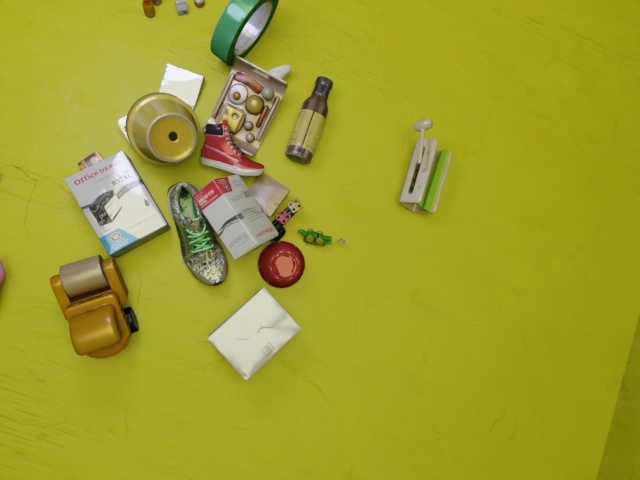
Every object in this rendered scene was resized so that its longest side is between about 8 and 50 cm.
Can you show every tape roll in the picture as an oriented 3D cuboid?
[{"bbox_3d":[-0.274,-0.794,1.838,0.077,0.321,0.321,37,79,-5],"label":"tape roll"}]

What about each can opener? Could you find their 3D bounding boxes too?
[{"bbox_3d":[-0.145,-0.079,1.925,0.059,0.073,0.186,30,78,37],"label":"can opener"}]

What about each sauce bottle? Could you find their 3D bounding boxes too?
[{"bbox_3d":[-0.033,-0.469,1.957,0.112,0.111,0.344,22,81,-8],"label":"sauce bottle"}]

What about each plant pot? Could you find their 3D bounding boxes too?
[{"bbox_3d":[-0.529,-0.373,1.742,0.254,0.239,0.253,-10,113,-24],"label":"plant pot"}]

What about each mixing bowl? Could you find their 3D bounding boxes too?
[{"bbox_3d":[-0.137,0.091,1.873,0.182,0.098,0.181,0,90,-13],"label":"mixing bowl"}]

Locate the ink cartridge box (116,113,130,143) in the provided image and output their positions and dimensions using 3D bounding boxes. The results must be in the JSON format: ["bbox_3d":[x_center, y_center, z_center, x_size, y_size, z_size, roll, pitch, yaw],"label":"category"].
[{"bbox_3d":[-0.641,-0.432,1.857,0.180,0.060,0.104,-30,99,-12],"label":"ink cartridge box"}]

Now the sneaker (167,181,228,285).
[{"bbox_3d":[-0.448,-0.028,1.793,0.158,0.182,0.410,-23,88,-12],"label":"sneaker"}]

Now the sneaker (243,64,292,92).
[{"bbox_3d":[-0.196,-0.605,1.964,0.212,0.080,0.094,-28,94,-2],"label":"sneaker"}]

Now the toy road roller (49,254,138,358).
[{"bbox_3d":[-0.740,0.231,1.656,0.203,0.240,0.329,-19,105,-12],"label":"toy road roller"}]

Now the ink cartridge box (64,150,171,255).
[{"bbox_3d":[-0.710,-0.126,1.781,0.223,0.129,0.307,-31,90,-12],"label":"ink cartridge box"}]

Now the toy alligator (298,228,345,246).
[{"bbox_3d":[0.000,0.000,1.945,0.190,0.056,0.051,14,124,-10],"label":"toy alligator"}]

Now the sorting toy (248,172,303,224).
[{"bbox_3d":[-0.197,-0.165,1.914,0.275,0.046,0.132,32,78,9],"label":"sorting toy"}]

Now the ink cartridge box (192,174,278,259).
[{"bbox_3d":[-0.296,-0.086,1.798,0.114,0.197,0.272,-35,90,21],"label":"ink cartridge box"}]

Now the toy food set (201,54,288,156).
[{"bbox_3d":[-0.284,-0.500,1.890,0.220,0.092,0.306,26,97,-7],"label":"toy food set"}]

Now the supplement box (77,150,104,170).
[{"bbox_3d":[-0.822,-0.276,1.821,0.083,0.043,0.055,-39,93,-12],"label":"supplement box"}]

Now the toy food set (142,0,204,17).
[{"bbox_3d":[-0.561,-0.930,1.909,0.232,0.104,0.111,-13,87,-12],"label":"toy food set"}]

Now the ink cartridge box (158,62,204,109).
[{"bbox_3d":[-0.536,-0.562,1.918,0.146,0.045,0.179,18,99,-9],"label":"ink cartridge box"}]

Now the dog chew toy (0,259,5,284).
[{"bbox_3d":[-1.162,0.191,1.633,0.207,0.206,0.331,32,72,-6],"label":"dog chew toy"}]

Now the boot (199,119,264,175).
[{"bbox_3d":[-0.314,-0.343,1.860,0.245,0.088,0.176,15,109,-1],"label":"boot"}]

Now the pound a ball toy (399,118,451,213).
[{"bbox_3d":[0.388,-0.291,1.987,0.208,0.136,0.319,25,78,-44],"label":"pound a ball toy"}]

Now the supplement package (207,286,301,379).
[{"bbox_3d":[-0.237,0.330,1.813,0.262,0.145,0.204,-42,92,-11],"label":"supplement package"}]
